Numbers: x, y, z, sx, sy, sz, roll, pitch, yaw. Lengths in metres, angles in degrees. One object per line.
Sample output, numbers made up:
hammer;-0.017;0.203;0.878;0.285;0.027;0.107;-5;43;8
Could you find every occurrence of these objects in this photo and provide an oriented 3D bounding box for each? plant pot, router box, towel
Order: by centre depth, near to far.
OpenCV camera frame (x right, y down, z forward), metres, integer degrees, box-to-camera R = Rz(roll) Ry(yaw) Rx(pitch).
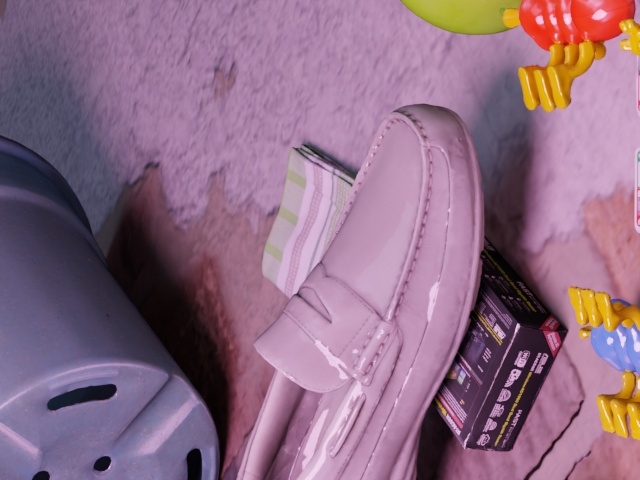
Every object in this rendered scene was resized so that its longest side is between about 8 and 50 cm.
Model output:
router box;0.097;0.061;1.260;0.092;0.038;0.122;-67;32;23
towel;0.000;0.000;1.461;0.152;0.023;0.113;35;112;58
plant pot;-0.266;0.128;1.619;0.334;0.341;0.341;39;117;47

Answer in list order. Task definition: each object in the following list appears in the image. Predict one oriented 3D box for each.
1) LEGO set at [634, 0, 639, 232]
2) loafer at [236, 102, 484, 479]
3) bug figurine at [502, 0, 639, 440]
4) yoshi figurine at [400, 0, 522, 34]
LEGO set;0.255;-0.082;1.042;0.244;0.060;0.182;13;106;62
loafer;0.017;0.068;1.243;0.112;0.111;0.319;33;112;59
bug figurine;0.178;-0.027;1.044;0.216;0.072;0.279;18;124;64
yoshi figurine;0.049;-0.215;1.242;0.203;0.203;0.362;-50;20;-4
